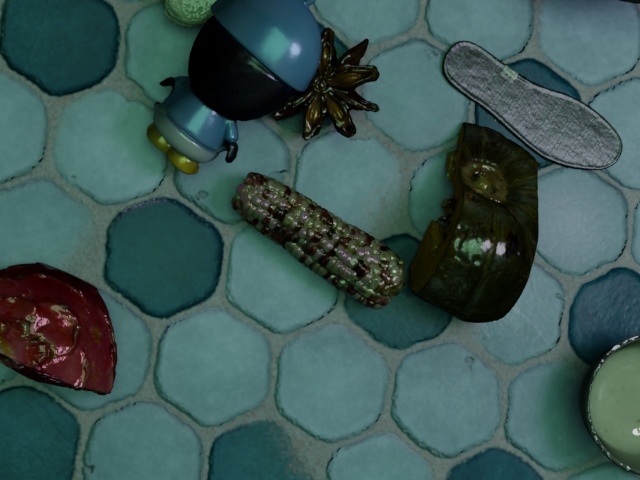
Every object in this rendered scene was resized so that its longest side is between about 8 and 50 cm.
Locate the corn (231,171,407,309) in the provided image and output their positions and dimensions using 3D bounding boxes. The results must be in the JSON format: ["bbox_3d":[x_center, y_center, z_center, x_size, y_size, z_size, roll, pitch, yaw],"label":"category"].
[{"bbox_3d":[0.000,0.000,1.692,0.280,0.092,0.092,33,84,-2],"label":"corn"}]

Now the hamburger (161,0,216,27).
[{"bbox_3d":[-0.173,-0.375,1.685,0.133,0.062,0.140,-11,92,-7],"label":"hamburger"}]

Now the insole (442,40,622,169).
[{"bbox_3d":[0.320,-0.201,1.780,0.309,0.012,0.110,34,85,-7],"label":"insole"}]

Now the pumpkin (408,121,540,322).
[{"bbox_3d":[0.224,-0.012,1.725,0.139,0.190,0.280,20,42,-7],"label":"pumpkin"}]

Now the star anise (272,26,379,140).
[{"bbox_3d":[0.013,-0.253,1.703,0.177,0.073,0.234,15,90,6],"label":"star anise"}]

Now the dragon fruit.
[{"bbox_3d":[-0.390,0.111,1.608,0.262,0.163,0.189,21,58,-7],"label":"dragon fruit"}]

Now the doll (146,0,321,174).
[{"bbox_3d":[-0.112,-0.235,1.634,0.177,0.141,0.314,47,105,15],"label":"doll"}]

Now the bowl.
[{"bbox_3d":[0.472,0.236,1.739,0.211,0.112,0.211,0,89,-9],"label":"bowl"}]

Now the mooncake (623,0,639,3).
[{"bbox_3d":[0.458,-0.515,1.661,0.356,0.194,0.356,9,61,-16],"label":"mooncake"}]
